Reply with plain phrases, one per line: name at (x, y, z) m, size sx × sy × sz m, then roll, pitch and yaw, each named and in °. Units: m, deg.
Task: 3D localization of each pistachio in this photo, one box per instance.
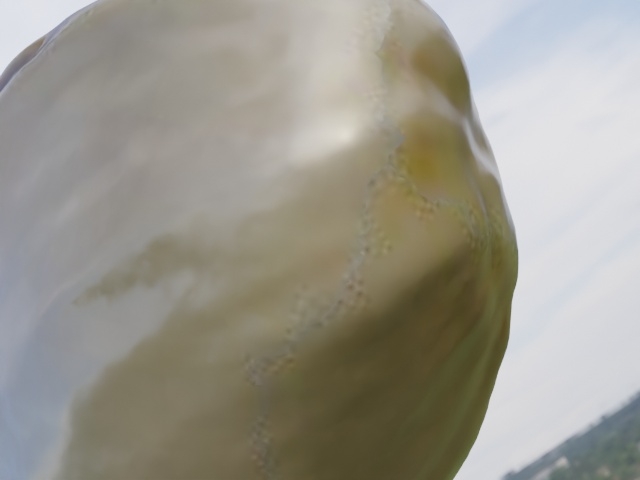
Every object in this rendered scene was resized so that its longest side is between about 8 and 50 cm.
pistachio at (-0.047, 0.032, 0.515) m, size 0.288 × 0.197 × 0.166 m, roll -51°, pitch 10°, yaw 31°
